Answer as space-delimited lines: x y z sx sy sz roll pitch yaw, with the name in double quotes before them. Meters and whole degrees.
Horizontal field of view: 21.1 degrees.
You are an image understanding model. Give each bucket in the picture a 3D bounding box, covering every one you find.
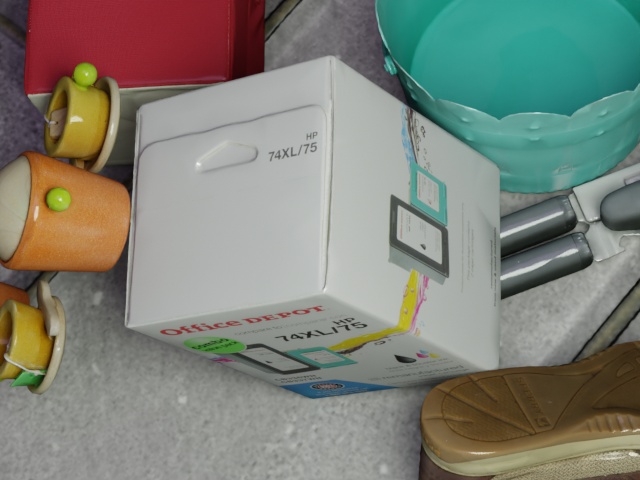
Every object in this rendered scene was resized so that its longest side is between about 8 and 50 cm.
"bucket" 0.188 -0.187 1.534 0.281 0.183 0.281 -2 66 5

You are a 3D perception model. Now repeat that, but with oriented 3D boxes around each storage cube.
"storage cube" -0.154 -0.192 1.587 0.215 0.183 0.193 -2 71 7

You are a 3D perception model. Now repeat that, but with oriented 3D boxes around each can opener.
"can opener" 0.210 -0.010 1.529 0.280 0.093 0.074 -22 68 5

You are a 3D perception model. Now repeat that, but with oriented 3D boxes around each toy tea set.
"toy tea set" -0.270 0.010 1.455 0.124 0.336 0.200 11 39 -26

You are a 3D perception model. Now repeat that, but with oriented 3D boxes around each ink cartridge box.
"ink cartridge box" 0.000 0.000 1.422 0.198 0.270 0.197 -11 67 33

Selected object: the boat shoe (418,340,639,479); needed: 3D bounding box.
"boat shoe" 0.245 0.173 1.448 0.342 0.123 0.123 -7 39 -15
